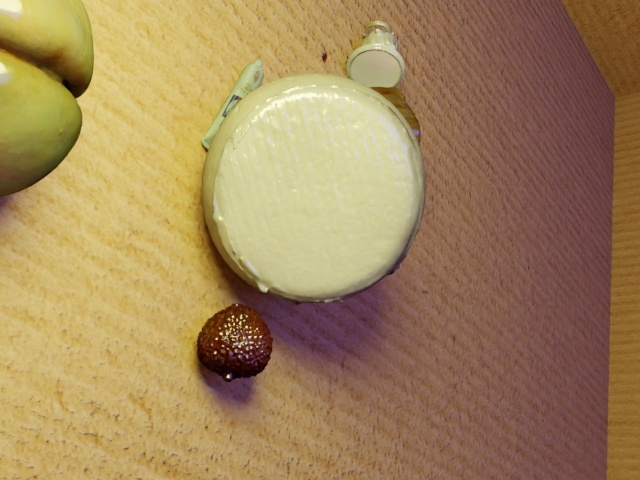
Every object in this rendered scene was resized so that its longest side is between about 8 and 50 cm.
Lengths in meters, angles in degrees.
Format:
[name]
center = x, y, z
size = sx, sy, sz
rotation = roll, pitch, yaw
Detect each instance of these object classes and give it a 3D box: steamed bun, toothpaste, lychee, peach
[steamed bun]
center = -0.013, -0.089, 1.293
size = 0.241, 0.374, 0.374
rotation = -122, -169, -75
[toothpaste]
center = -0.148, -0.237, 1.371
size = 0.060, 0.038, 0.233
rotation = 44, 52, -34
[lychee]
center = -0.136, 0.162, 1.229
size = 0.123, 0.123, 0.129
rotation = 39, 24, -42
[peach]
center = -0.391, -0.197, 0.865
size = 0.292, 0.247, 0.292
rotation = -24, 121, -46

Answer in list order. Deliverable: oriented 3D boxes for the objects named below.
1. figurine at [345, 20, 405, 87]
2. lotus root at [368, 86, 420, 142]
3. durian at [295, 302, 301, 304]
[figurine]
center = 0.123, -0.422, 1.720
size = 0.132, 0.132, 0.154
rotation = 47, 36, -37
[lotus root]
center = 0.083, -0.210, 1.594
size = 0.180, 0.199, 0.188
rotation = -3, 43, -24
[durian]
center = 0.000, 0.000, 1.482
size = 0.139, 0.144, 0.252
rotation = 99, 9, -45
